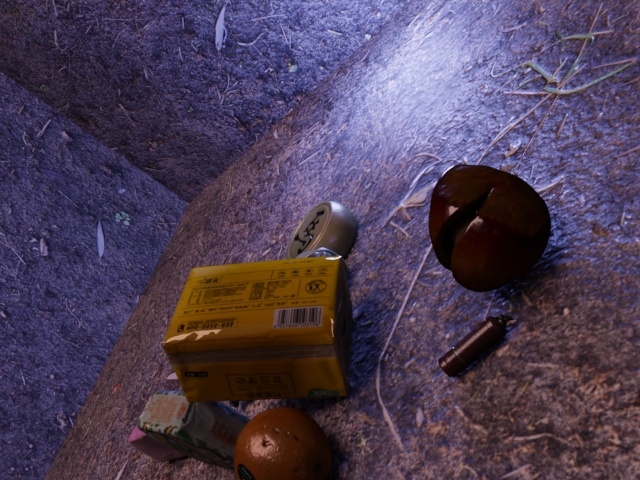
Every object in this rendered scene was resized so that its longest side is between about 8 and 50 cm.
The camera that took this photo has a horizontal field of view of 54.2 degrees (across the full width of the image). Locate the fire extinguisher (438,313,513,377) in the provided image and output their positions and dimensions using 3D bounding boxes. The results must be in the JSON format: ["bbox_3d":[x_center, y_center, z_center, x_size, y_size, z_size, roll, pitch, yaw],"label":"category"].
[{"bbox_3d":[0.279,0.175,1.104,0.157,0.045,0.078,-47,0,20],"label":"fire extinguisher"}]

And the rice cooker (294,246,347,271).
[{"bbox_3d":[-0.023,0.115,1.687,0.206,0.145,0.127,-41,36,22],"label":"rice cooker"}]

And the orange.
[{"bbox_3d":[-0.075,0.431,1.247,0.206,0.206,0.206,-44,23,24],"label":"orange"}]

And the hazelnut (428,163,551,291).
[{"bbox_3d":[0.301,-0.027,1.159,0.217,0.217,0.252,-45,44,20],"label":"hazelnut"}]

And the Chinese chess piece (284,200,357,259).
[{"bbox_3d":[0.000,0.000,1.872,0.250,0.101,0.250,-44,24,25],"label":"Chinese chess piece"}]

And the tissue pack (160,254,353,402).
[{"bbox_3d":[-0.125,0.201,1.441,0.381,0.228,0.293,-4,37,9],"label":"tissue pack"}]

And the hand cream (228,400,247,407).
[{"bbox_3d":[-0.153,0.350,1.725,0.276,0.059,0.095,-46,21,6],"label":"hand cream"}]

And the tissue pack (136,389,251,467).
[{"bbox_3d":[-0.306,0.480,1.594,0.310,0.228,0.128,-19,41,55],"label":"tissue pack"}]

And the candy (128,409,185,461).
[{"bbox_3d":[-0.437,0.560,1.849,0.265,0.155,0.116,-32,25,44],"label":"candy"}]
